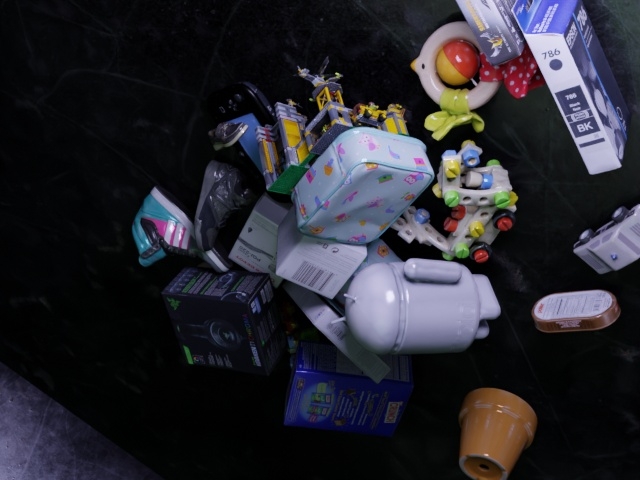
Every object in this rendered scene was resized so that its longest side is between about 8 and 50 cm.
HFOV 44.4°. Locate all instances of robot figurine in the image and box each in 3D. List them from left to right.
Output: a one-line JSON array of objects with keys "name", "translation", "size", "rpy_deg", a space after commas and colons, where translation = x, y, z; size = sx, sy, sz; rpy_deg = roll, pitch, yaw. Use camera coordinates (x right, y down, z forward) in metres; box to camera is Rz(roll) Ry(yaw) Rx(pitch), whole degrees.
[{"name": "robot figurine", "translation": [0.205, 0.145, 1.702], "size": [0.353, 0.200, 0.300], "rpy_deg": [0, 134, -14]}]

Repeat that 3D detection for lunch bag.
[{"name": "lunch bag", "translation": [0.083, -0.104, 1.582], "size": [0.224, 0.108, 0.279], "rpy_deg": [4, 147, -32]}, {"name": "lunch bag", "translation": [0.102, 0.124, 1.923], "size": [0.223, 0.160, 0.262], "rpy_deg": [45, 147, -18]}]

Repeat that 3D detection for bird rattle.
[{"name": "bird rattle", "translation": [0.276, -0.308, 1.448], "size": [0.207, 0.143, 0.253], "rpy_deg": [50, 134, 4]}]

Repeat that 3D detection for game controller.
[{"name": "game controller", "translation": [-0.132, -0.219, 1.804], "size": [0.166, 0.067, 0.319], "rpy_deg": [-15, 120, 39]}]

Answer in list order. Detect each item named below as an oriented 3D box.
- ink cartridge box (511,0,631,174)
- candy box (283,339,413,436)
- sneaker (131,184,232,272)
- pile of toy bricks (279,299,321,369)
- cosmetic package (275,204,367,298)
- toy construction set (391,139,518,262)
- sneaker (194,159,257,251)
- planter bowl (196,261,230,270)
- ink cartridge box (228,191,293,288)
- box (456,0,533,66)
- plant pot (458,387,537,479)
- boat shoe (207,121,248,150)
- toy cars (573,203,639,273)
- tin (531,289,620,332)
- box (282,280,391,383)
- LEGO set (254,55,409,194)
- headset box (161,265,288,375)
[{"name": "ink cartridge box", "translation": [0.435, -0.292, 1.334], "size": [0.065, 0.165, 0.333], "rpy_deg": [-15, 121, 39]}, {"name": "candy box", "translation": [0.073, 0.412, 2.162], "size": [0.317, 0.122, 0.268], "rpy_deg": [9, 135, -5]}, {"name": "sneaker", "translation": [-0.383, 0.018, 2.047], "size": [0.295, 0.124, 0.178], "rpy_deg": [45, 96, 10]}, {"name": "pile of toy bricks", "translation": [-0.047, 0.271, 2.195], "size": [0.105, 0.118, 0.212], "rpy_deg": [-12, 119, 2]}, {"name": "cosmetic package", "translation": [0.000, 0.000, 1.770], "size": [0.151, 0.184, 0.151], "rpy_deg": [24, 123, -19]}, {"name": "toy construction set", "translation": [0.284, -0.061, 1.646], "size": [0.215, 0.151, 0.328], "rpy_deg": [13, 148, -16]}, {"name": "sneaker", "translation": [-0.235, -0.073, 1.931], "size": [0.130, 0.087, 0.228], "rpy_deg": [15, 95, 10]}, {"name": "planter bowl", "translation": [-0.313, 0.157, 2.226], "size": [0.162, 0.109, 0.162], "rpy_deg": [17, 136, 17]}, {"name": "ink cartridge box", "translation": [-0.122, 0.000, 1.983], "size": [0.158, 0.092, 0.218], "rpy_deg": [33, 140, -1]}, {"name": "box", "translation": [0.274, -0.431, 1.286], "size": [0.056, 0.183, 0.231], "rpy_deg": [-16, 120, 38]}, {"name": "plant pot", "translation": [0.450, 0.527, 2.067], "size": [0.205, 0.188, 0.205], "rpy_deg": [16, 135, 17]}, {"name": "boat shoe", "translation": [-0.214, -0.241, 1.768], "size": [0.049, 0.056, 0.152], "rpy_deg": [46, 151, -18]}, {"name": "toy cars", "translation": [0.686, 0.021, 1.528], "size": [0.393, 0.087, 0.177], "rpy_deg": [4, 132, 30]}, {"name": "tin", "translation": [0.557, 0.153, 1.722], "size": [0.189, 0.106, 0.040], "rpy_deg": [-9, 116, 35]}, {"name": "box", "translation": [0.032, 0.212, 1.962], "size": [0.232, 0.058, 0.322], "rpy_deg": [46, 179, -20]}, {"name": "LEGO set", "translation": [0.014, -0.231, 1.639], "size": [0.254, 0.192, 0.331], "rpy_deg": [4, 148, -29]}, {"name": "headset box", "translation": [-0.257, 0.208, 2.071], "size": [0.283, 0.131, 0.246], "rpy_deg": [5, 125, 24]}]
